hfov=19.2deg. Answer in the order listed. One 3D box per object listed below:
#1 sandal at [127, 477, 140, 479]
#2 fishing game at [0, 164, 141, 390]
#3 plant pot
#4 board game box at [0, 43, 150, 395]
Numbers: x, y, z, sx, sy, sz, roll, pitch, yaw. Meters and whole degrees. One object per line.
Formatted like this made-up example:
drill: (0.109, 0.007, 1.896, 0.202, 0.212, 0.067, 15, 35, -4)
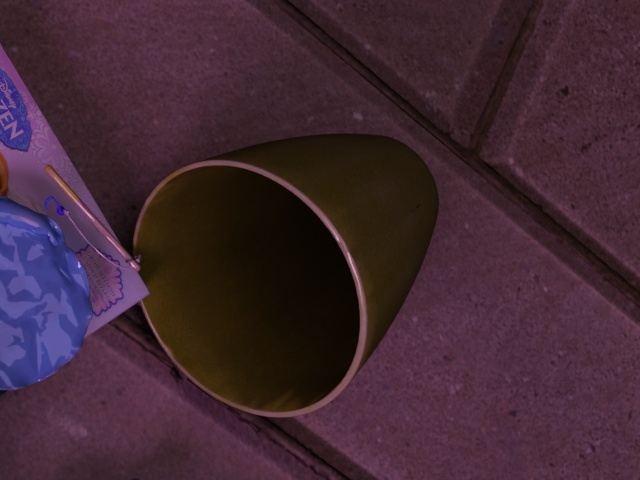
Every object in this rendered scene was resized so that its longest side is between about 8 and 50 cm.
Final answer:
sandal: (-0.252, 0.306, 1.798, 0.317, 0.126, 0.138, -1, 68, -41)
fishing game: (-0.308, 0.051, 1.785, 0.189, 0.041, 0.264, 45, 62, -9)
plant pot: (0.000, 0.000, 1.984, 0.293, 0.275, 0.275, -34, 98, -52)
board game box: (-0.367, -0.001, 1.820, 0.318, 0.066, 0.319, -36, 100, -36)
